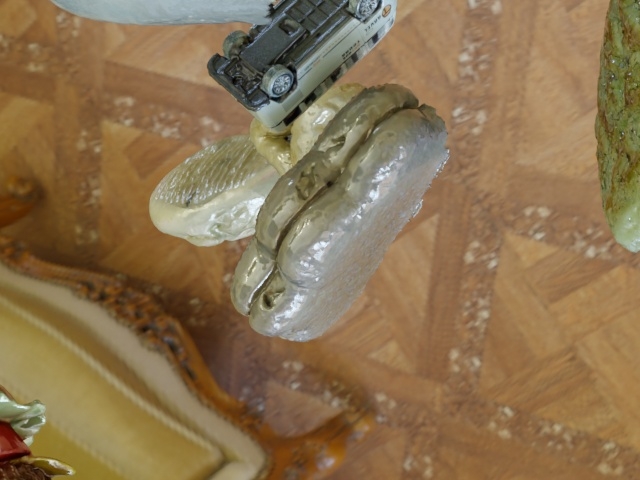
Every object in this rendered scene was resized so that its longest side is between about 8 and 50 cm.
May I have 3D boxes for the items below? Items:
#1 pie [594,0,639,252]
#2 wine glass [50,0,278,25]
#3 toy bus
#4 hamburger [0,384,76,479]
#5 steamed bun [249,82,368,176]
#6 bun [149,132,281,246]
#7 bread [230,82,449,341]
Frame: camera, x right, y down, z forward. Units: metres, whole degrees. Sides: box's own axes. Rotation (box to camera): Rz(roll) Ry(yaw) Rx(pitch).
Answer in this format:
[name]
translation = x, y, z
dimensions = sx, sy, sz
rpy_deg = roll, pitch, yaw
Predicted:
[pie]
translation = 0.437, -0.214, 1.636
dimensions = 0.180, 0.395, 0.418
rpy_deg = 14, 110, 6
[wine glass]
translation = -0.173, -0.204, 0.782
dimensions = 0.321, 0.143, 0.143
rpy_deg = 9, 111, 7
[toy bus]
translation = -0.008, -0.192, 1.229
dimensions = 0.194, 0.089, 0.087
rpy_deg = -44, 58, -5
[hamburger]
translation = -0.349, 0.221, 1.087
dimensions = 0.274, 0.274, 0.212
rpy_deg = -38, 71, 35
[steamed bun]
translation = 0.005, -0.113, 1.684
dimensions = 0.172, 0.140, 0.155
rpy_deg = -20, 86, 47
[bun]
translation = -0.132, -0.068, 1.902
dimensions = 0.237, 0.210, 0.116
rpy_deg = -11, 121, 18
[bread]
translation = -0.002, -0.004, 1.272
dimensions = 0.102, 0.183, 0.337
rpy_deg = 44, 137, 17
